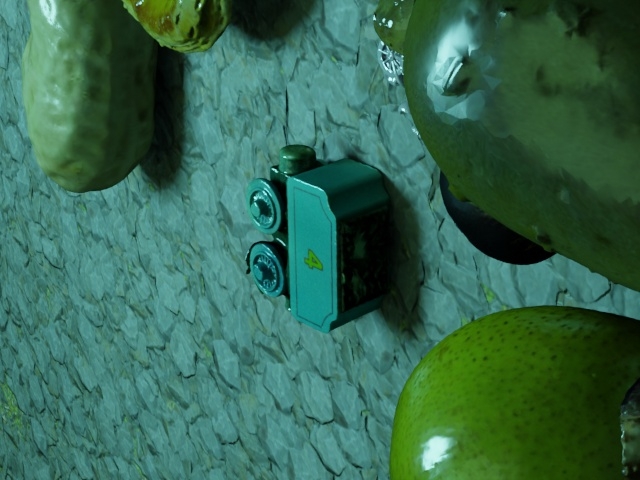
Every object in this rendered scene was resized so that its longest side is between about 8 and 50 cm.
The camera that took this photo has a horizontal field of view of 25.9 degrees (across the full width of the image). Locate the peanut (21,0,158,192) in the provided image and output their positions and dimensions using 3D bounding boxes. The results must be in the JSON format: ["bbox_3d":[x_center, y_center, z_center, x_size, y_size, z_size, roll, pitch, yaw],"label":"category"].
[{"bbox_3d":[-0.296,-0.243,1.779,0.192,0.169,0.387,42,134,47],"label":"peanut"}]

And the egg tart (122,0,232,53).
[{"bbox_3d":[-0.151,-0.362,1.525,0.319,0.128,0.319,36,135,47],"label":"egg tart"}]

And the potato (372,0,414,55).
[{"bbox_3d":[0.104,-0.219,1.241,0.138,0.070,0.092,-37,59,45],"label":"potato"}]

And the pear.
[{"bbox_3d":[0.195,0.188,1.109,0.294,0.294,0.294,32,131,47],"label":"pear"}]

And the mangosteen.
[{"bbox_3d":[0.175,-0.057,1.175,0.151,0.137,0.137,-42,64,20],"label":"mangosteen"}]

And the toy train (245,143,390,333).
[{"bbox_3d":[0.000,0.000,1.488,0.154,0.107,0.198,23,124,43],"label":"toy train"}]

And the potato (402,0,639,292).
[{"bbox_3d":[0.209,-0.097,0.993,0.359,0.219,0.270,55,133,23],"label":"potato"}]

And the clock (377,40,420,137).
[{"bbox_3d":[0.101,-0.145,1.312,0.129,0.041,0.087,39,132,36],"label":"clock"}]

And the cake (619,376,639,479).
[{"bbox_3d":[0.309,0.114,0.931,0.135,0.246,0.112,5,109,37],"label":"cake"}]
